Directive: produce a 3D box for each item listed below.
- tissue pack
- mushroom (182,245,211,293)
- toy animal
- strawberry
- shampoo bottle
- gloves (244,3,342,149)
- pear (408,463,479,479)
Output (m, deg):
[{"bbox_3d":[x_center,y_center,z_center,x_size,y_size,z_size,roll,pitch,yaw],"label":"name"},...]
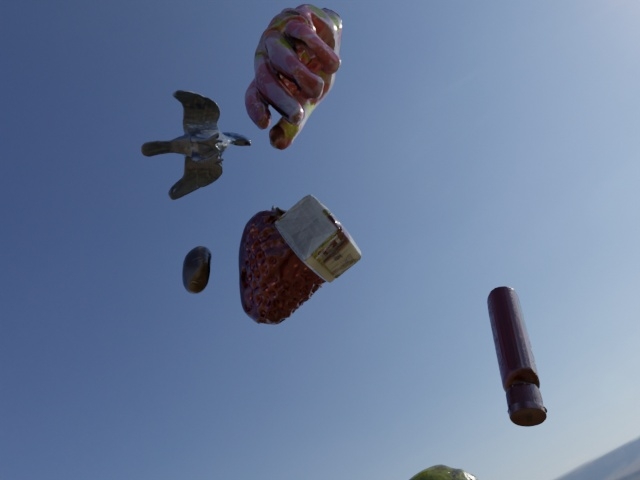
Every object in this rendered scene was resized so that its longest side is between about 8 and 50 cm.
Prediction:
[{"bbox_3d":[0.000,-0.001,0.917,0.099,0.106,0.148,-40,-28,2],"label":"tissue pack"},{"bbox_3d":[-0.349,0.084,1.357,0.080,0.135,0.170,17,-16,-13],"label":"mushroom"},{"bbox_3d":[-0.261,-0.206,1.062,0.256,0.176,0.238,-1,-69,-24],"label":"toy animal"},{"bbox_3d":[-0.104,0.083,1.431,0.295,0.318,0.344,24,-97,-66],"label":"strawberry"},{"bbox_3d":[0.427,0.247,1.064,0.076,0.314,0.118,-5,-52,13],"label":"shampoo bottle"},{"bbox_3d":[-0.041,-0.230,0.664,0.145,0.126,0.241,-44,6,47],"label":"gloves"},{"bbox_3d":[0.124,0.303,0.511,0.131,0.107,0.107,-48,-27,-27],"label":"pear"}]
